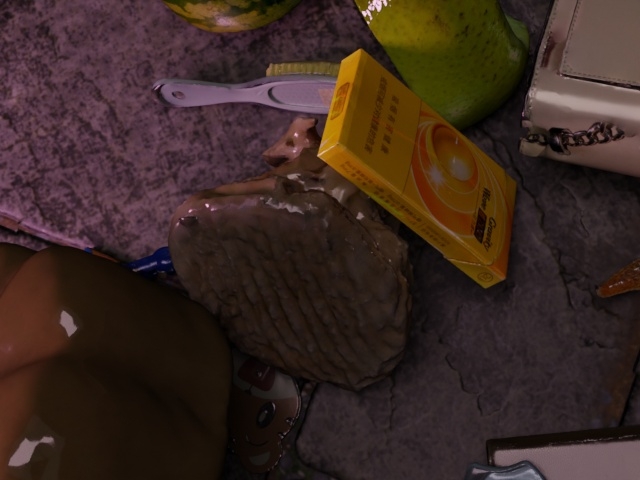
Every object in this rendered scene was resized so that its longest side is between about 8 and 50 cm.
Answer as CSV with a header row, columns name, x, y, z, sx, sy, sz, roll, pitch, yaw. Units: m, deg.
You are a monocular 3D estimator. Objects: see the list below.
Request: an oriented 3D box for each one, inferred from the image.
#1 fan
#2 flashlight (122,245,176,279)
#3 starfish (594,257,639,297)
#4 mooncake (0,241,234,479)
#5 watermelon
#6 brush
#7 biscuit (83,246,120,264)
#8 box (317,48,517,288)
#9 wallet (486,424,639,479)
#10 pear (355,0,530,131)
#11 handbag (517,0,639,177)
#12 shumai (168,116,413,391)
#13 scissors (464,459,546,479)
name,x,y,z,sx,sy,sz,roll,pitch,yaw
fan,-0.076,0.160,1.499,0.153,0.008,0.226,27,85,17
flashlight,-0.222,0.039,1.533,0.121,0.035,0.057,-21,44,-10
starfish,0.429,-0.011,1.414,0.138,0.050,0.247,28,75,14
mooncake,-0.316,0.221,1.312,0.467,0.262,0.467,-33,37,29
watermelon,-0.134,-0.351,1.530,0.303,0.128,0.159,-1,83,32
brush,-0.070,-0.201,1.554,0.297,0.068,0.060,3,59,14
biscuit,-0.279,0.068,1.555,0.119,0.019,0.130,-23,74,6
box,0.116,-0.078,1.374,0.043,0.269,0.152,-28,37,42
wallet,0.291,0.269,1.388,0.198,0.031,0.110,-7,77,11
pear,0.128,-0.288,1.435,0.159,0.292,0.292,-31,73,13
handbag,0.420,-0.163,1.368,0.359,0.160,0.236,13,56,14
shumai,0.000,0.000,1.450,0.267,0.262,0.314,-23,116,35
scissors,0.274,0.400,1.349,0.360,0.029,0.191,40,105,12
